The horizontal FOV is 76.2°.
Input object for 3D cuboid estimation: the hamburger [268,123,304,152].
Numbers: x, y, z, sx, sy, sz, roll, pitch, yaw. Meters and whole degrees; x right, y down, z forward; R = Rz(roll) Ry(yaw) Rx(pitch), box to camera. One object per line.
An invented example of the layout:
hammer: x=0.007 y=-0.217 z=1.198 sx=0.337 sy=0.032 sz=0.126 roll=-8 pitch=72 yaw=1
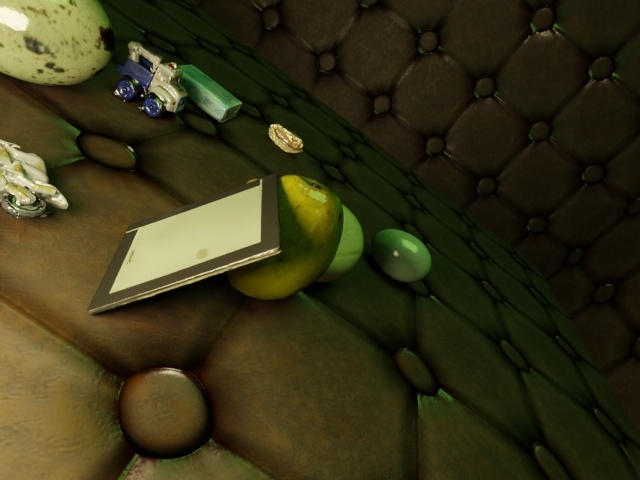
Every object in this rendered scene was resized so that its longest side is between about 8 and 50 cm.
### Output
hamburger: x=-0.146 y=-0.445 z=1.815 sx=0.176 sy=0.087 sz=0.102 roll=31 pitch=14 yaw=2

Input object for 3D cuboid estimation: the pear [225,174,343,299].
pear: x=-0.086 y=-0.008 z=0.928 sx=0.253 sy=0.307 sz=0.253 roll=26 pitch=22 yaw=-11

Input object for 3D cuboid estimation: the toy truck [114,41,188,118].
toy truck: x=-0.531 y=-0.511 z=1.311 sx=0.213 sy=0.177 sz=0.161 roll=33 pitch=25 yaw=-10

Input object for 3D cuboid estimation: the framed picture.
framed picture: x=-0.236 y=-0.007 z=0.758 sx=0.265 sy=0.347 sz=0.016 roll=-102 pitch=172 yaw=-53

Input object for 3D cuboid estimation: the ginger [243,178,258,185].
ginger: x=-0.164 y=-0.106 z=1.180 sx=0.138 sy=0.152 sz=0.267 roll=13 pitch=26 yaw=16

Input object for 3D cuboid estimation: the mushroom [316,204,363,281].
mushroom: x=0.000 y=0.000 z=1.164 sx=0.246 sy=0.202 sz=0.245 roll=3 pitch=74 yaw=-12

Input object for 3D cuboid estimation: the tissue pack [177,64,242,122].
tissue pack: x=-0.461 y=-0.595 z=1.636 sx=0.263 sy=0.089 sz=0.177 roll=35 pitch=28 yaw=-5

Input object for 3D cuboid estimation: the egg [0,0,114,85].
egg: x=-0.713 y=-0.533 z=0.993 sx=0.380 sy=0.287 sz=0.287 roll=-5 pitch=49 yaw=-41

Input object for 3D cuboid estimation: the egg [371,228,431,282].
egg: x=0.285 y=0.053 z=1.454 sx=0.231 sy=0.168 sz=0.168 roll=36 pitch=26 yaw=5

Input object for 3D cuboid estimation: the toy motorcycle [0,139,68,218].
toy motorcycle: x=-0.571 y=-0.125 z=0.756 sx=0.225 sy=0.073 sz=0.152 roll=38 pitch=23 yaw=1
